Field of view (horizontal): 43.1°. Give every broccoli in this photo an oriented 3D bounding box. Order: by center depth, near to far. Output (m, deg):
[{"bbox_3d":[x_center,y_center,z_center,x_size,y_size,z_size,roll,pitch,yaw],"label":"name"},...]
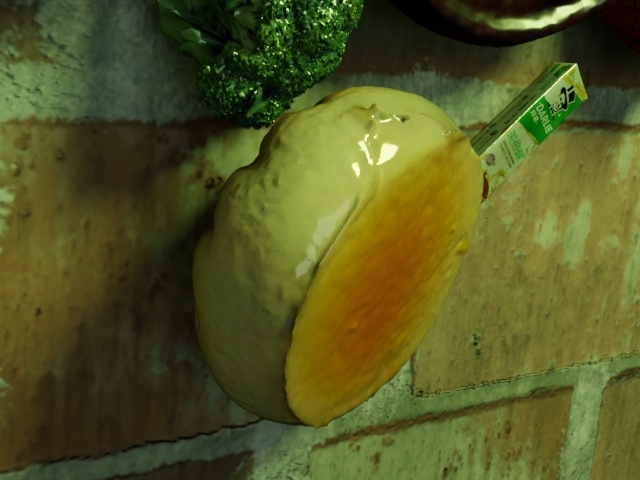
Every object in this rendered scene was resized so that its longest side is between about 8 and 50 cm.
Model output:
[{"bbox_3d":[-0.044,-0.181,0.634,0.156,0.195,0.196,-5,110,7],"label":"broccoli"}]

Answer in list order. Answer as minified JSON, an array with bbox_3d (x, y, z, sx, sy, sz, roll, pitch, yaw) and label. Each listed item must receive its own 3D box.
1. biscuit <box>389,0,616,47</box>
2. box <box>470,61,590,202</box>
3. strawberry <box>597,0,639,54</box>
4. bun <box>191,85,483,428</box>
[{"bbox_3d":[0.189,-0.355,0.655,0.407,0.091,0.408,-15,127,-21],"label":"biscuit"},{"bbox_3d":[0.205,-0.112,0.869,0.207,0.041,0.050,-43,121,-14],"label":"box"},{"bbox_3d":[0.384,-0.268,0.867,0.201,0.187,0.184,10,120,-6],"label":"strawberry"},{"bbox_3d":[0.000,0.000,0.693,0.299,0.164,0.299,-40,146,-34],"label":"bun"}]
